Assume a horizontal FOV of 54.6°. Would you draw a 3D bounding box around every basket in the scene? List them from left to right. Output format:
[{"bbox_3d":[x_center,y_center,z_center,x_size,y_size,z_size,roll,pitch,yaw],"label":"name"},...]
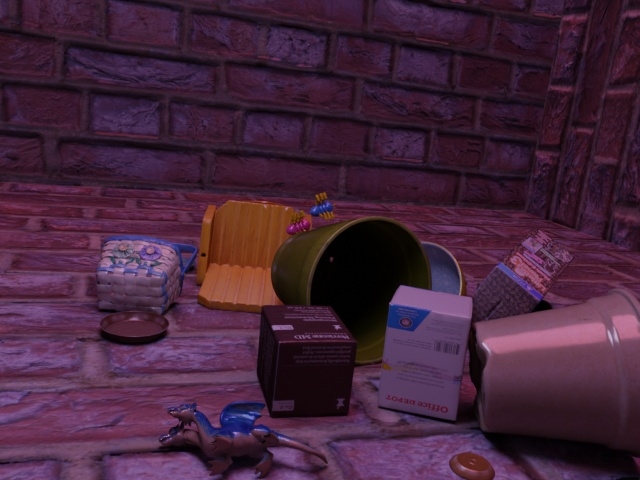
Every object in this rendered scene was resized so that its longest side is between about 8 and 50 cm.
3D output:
[{"bbox_3d":[-0.494,0.076,1.753,0.254,0.201,0.289,5,23,-4],"label":"basket"}]

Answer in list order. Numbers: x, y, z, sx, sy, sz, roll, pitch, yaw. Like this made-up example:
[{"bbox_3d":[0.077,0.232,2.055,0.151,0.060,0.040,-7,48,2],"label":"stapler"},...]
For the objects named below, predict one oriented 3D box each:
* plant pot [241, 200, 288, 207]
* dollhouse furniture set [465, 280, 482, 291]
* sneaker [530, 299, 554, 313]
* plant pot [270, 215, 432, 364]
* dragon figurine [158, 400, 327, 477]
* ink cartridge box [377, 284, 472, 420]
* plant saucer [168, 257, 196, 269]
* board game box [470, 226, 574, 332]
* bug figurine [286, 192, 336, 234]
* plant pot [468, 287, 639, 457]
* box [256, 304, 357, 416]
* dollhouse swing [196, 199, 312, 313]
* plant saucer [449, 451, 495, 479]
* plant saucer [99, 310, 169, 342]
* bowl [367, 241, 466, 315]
[{"bbox_3d":[-0.232,-0.043,2.402,0.205,0.188,0.205,6,13,-1],"label":"plant pot"},{"bbox_3d":[0.424,0.191,1.965,0.261,0.135,0.259,1,26,-22],"label":"dollhouse furniture set"},{"bbox_3d":[0.662,0.291,1.669,0.182,0.158,0.410,39,1,-12],"label":"sneaker"},{"bbox_3d":[0.043,0.104,1.660,0.366,0.367,0.353,-1,7,-30],"label":"plant pot"},{"bbox_3d":[-0.134,0.338,1.090,0.289,0.085,0.144,1,15,-16],"label":"dragon figurine"},{"bbox_3d":[0.230,0.241,1.358,0.171,0.233,0.168,9,12,12],"label":"ink cartridge box"},{"bbox_3d":[-0.485,0.083,2.115,0.119,0.021,0.119,6,13,-1],"label":"plant saucer"},{"bbox_3d":[0.546,0.132,1.745,0.141,0.232,0.291,41,42,16],"label":"board game box"},{"bbox_3d":[0.000,0.000,1.922,0.216,0.279,0.072,-15,-7,-39],"label":"bug figurine"},{"bbox_3d":[0.469,0.269,1.264,0.305,0.334,0.334,-3,13,6],"label":"plant pot"},{"bbox_3d":[-0.036,0.250,1.325,0.168,0.167,0.203,3,14,-16],"label":"box"},{"bbox_3d":[-0.206,0.042,1.917,0.346,0.315,0.305,6,3,-4],"label":"dollhouse swing"},{"bbox_3d":[0.279,0.411,1.138,0.083,0.015,0.083,6,14,-1],"label":"plant saucer"},{"bbox_3d":[-0.464,0.218,1.550,0.168,0.029,0.168,7,13,-2],"label":"plant saucer"},{"bbox_3d":[0.294,0.165,1.741,0.289,0.290,0.156,20,-11,44],"label":"bowl"}]
